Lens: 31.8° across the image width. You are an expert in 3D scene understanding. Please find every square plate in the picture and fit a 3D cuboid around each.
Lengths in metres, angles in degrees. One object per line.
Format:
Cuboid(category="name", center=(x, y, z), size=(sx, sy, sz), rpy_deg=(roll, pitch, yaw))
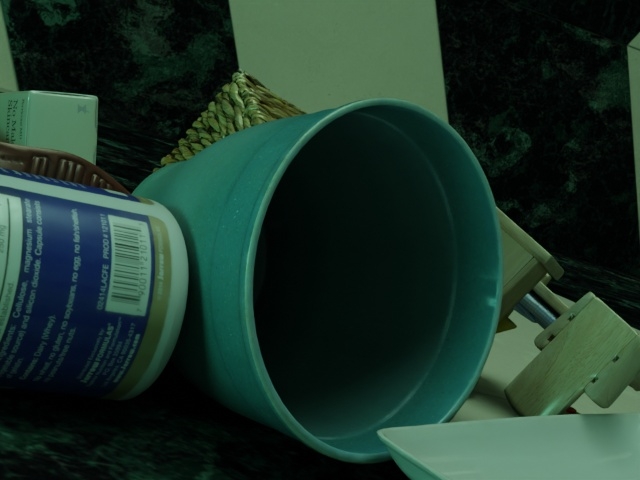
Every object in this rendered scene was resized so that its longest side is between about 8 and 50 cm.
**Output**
Cuboid(category="square plate", center=(0.264, 0.222, 0.806), size=(0.344, 0.049, 0.347), rpy_deg=(4, 17, -40))

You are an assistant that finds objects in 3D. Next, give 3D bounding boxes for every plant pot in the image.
Cuboid(category="plant pot", center=(-0.034, 0.025, 0.924), size=(0.271, 0.272, 0.255), rpy_deg=(11, -5, -43))

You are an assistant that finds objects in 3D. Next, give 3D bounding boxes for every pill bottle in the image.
Cuboid(category="pill bottle", center=(-0.238, 0.022, 0.769), size=(0.264, 0.153, 0.153), rpy_deg=(13, 9, -33))

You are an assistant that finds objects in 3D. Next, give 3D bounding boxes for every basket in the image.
Cuboid(category="basket", center=(-0.044, -0.024, 1.414), size=(0.299, 0.223, 0.213), rpy_deg=(31, 21, -34))

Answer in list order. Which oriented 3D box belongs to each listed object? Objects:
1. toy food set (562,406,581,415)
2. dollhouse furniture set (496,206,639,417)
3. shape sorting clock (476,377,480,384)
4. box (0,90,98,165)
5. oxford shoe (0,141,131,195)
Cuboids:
Cuboid(category="toy food set", center=(0.253, 0.189, 1.227), size=(0.083, 0.020, 0.082), rpy_deg=(12, 10, -36))
Cuboid(category="dollhouse furniture set", center=(0.201, 0.126, 1.168), size=(0.286, 0.198, 0.303), rpy_deg=(47, 5, 35))
Cuboid(category="shape sorting clock", center=(0.081, 0.117, 1.257), size=(0.206, 0.040, 0.206), rpy_deg=(20, 19, -7))
Cuboid(category="box", center=(-0.389, -0.130, 1.429), size=(0.094, 0.113, 0.275), rpy_deg=(1, 2, -39))
Cuboid(category="oxford shoe", center=(-0.312, -0.030, 1.119), size=(0.348, 0.123, 0.130), rpy_deg=(29, -29, -29))
